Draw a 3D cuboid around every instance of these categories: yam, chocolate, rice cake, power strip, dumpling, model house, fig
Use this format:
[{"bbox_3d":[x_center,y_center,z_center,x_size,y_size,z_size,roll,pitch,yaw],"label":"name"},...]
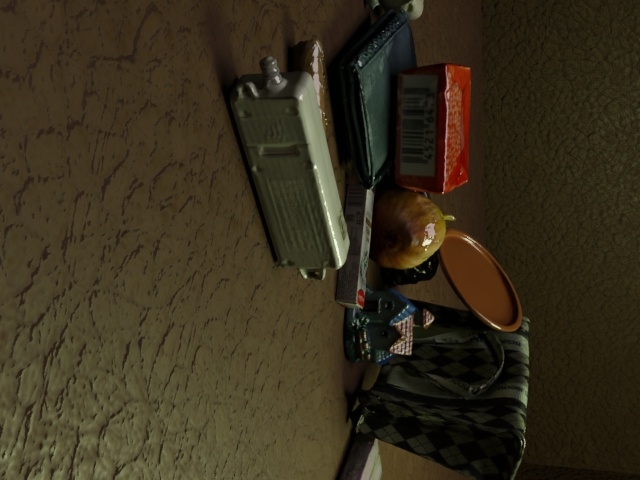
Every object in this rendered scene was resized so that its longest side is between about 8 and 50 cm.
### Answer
[{"bbox_3d":[-0.013,-0.167,1.185,0.057,0.057,0.241,-18,108,-71],"label":"yam"},{"bbox_3d":[0.218,-0.215,1.560,0.235,0.108,0.237,-27,118,-66],"label":"chocolate"},{"bbox_3d":[0.056,0.467,1.444,0.298,0.050,0.106,-59,146,-56],"label":"rice cake"},{"bbox_3d":[-0.036,-0.087,1.047,0.058,0.098,0.338,-71,155,-45],"label":"power strip"},{"bbox_3d":[0.160,-0.516,1.636,0.176,0.092,0.150,-26,117,-70],"label":"dumpling"},{"bbox_3d":[0.129,0.152,1.494,0.119,0.149,0.148,43,48,-65],"label":"model house"},{"bbox_3d":[0.190,-0.031,1.582,0.257,0.159,0.159,-12,103,-50],"label":"fig"}]

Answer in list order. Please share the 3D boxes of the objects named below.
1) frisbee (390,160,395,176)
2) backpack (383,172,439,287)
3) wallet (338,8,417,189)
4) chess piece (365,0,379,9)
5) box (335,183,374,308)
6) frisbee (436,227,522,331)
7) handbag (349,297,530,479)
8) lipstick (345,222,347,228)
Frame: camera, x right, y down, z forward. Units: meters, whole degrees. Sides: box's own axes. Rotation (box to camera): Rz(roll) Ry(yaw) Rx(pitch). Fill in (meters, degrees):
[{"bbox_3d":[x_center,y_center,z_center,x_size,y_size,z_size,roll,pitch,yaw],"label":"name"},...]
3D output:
[{"bbox_3d":[0.189,-0.211,1.868,0.236,0.017,0.236,1,90,-72],"label":"frisbee"},{"bbox_3d":[0.191,-0.039,1.734,0.206,0.133,0.258,-61,141,-61],"label":"backpack"},{"bbox_3d":[0.109,-0.267,1.505,0.342,0.075,0.237,-57,140,-53],"label":"wallet"},{"bbox_3d":[0.099,-0.484,1.542,0.042,0.042,0.093,-49,142,-63],"label":"chess piece"},{"bbox_3d":[0.062,0.010,1.452,0.055,0.040,0.218,43,50,-68],"label":"box"},{"bbox_3d":[0.323,0.080,1.670,0.251,0.021,0.251,34,33,-27],"label":"frisbee"},{"bbox_3d":[0.247,0.270,1.614,0.416,0.317,0.180,-59,160,-62],"label":"handbag"},{"bbox_3d":[0.000,0.000,1.250,0.145,0.045,0.045,-21,109,-70],"label":"lipstick"}]
